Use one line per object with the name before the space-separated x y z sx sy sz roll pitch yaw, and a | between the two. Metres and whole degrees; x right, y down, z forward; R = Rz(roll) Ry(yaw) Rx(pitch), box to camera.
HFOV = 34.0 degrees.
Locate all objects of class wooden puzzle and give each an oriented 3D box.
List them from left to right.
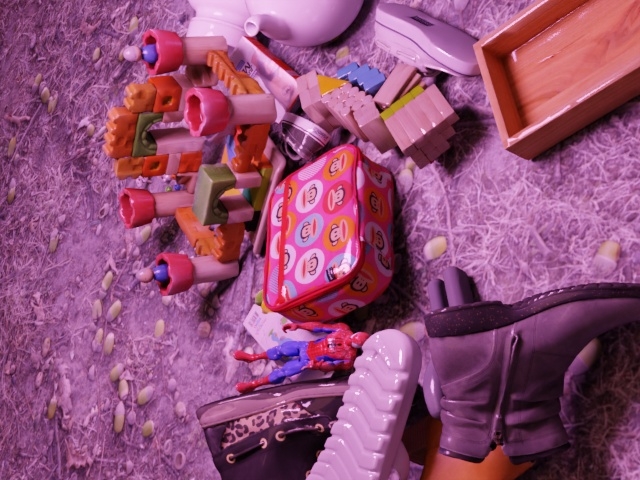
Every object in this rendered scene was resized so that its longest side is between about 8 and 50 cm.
wooden puzzle | -0.146 -0.126 2.029 0.238 0.044 0.221 59 143 41

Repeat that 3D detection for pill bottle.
pill bottle | -0.164 -0.551 2.138 0.188 0.188 0.333 12 85 47

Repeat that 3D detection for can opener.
can opener | 0.199 0.150 1.564 0.074 0.093 0.280 -40 32 32

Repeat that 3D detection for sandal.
sandal | 0.076 0.340 1.562 0.169 0.102 0.416 30 101 58

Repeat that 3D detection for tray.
tray | 0.427 -0.307 1.534 0.411 0.076 0.202 -32 56 34

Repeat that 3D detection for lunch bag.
lunch bag | 0.000 0.000 1.807 0.258 0.120 0.293 -27 46 34

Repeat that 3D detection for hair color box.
hair color box | -0.107 -0.314 2.049 0.167 0.053 0.093 40 109 14

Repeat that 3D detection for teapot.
teapot | -0.040 -0.502 1.946 0.253 0.187 0.256 -25 65 8

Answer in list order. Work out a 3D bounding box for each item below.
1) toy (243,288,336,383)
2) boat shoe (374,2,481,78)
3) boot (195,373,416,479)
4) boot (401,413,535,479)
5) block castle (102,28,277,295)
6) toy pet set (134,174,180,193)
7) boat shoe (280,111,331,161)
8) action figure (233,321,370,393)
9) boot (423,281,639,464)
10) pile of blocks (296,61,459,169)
toy | -0.033 0.165 1.860 0.237 0.056 0.137 43 108 37
boat shoe | 0.180 -0.323 1.785 0.267 0.096 0.088 37 132 39
boot | -0.007 0.371 1.699 0.378 0.138 0.284 -11 85 14
boot | 0.220 0.362 1.502 0.211 0.104 0.295 -33 51 35
block castle | -0.270 -0.150 1.988 0.303 0.213 0.453 54 140 39
toy pet set | -0.368 -0.162 2.311 0.122 0.065 0.114 -11 69 43
boat shoe | -0.044 -0.186 1.920 0.070 0.078 0.219 -54 14 0
action figure | -0.051 0.191 1.748 0.280 0.139 0.091 -18 70 32
boot | 0.316 0.179 1.421 0.338 0.118 0.222 -11 85 12
pile of blocks | 0.112 -0.223 1.817 0.362 0.112 0.149 29 78 43
